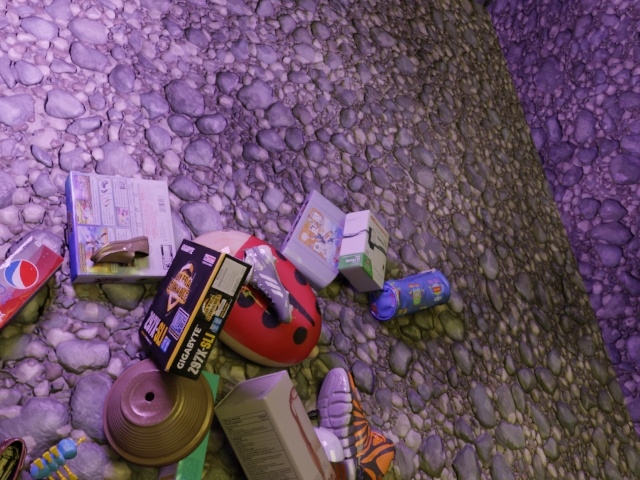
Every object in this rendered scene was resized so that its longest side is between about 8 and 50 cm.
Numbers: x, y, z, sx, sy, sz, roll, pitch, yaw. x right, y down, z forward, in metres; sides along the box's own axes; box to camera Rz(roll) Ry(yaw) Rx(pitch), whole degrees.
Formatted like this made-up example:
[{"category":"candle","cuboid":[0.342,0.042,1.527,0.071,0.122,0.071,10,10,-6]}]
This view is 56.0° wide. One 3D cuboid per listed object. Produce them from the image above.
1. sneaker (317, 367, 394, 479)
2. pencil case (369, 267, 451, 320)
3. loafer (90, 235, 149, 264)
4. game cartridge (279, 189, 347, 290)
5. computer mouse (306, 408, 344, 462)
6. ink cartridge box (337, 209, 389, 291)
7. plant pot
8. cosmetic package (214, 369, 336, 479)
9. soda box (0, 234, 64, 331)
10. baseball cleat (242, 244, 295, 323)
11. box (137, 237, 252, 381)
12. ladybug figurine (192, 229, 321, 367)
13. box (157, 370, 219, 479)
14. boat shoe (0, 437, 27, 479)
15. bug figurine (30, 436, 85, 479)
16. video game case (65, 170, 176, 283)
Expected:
[{"category":"sneaker","cuboid":[0.098,0.505,1.624,0.180,0.125,0.321,8,73,-40]},{"category":"pencil case","cuboid":[0.295,0.170,1.944,0.306,0.119,0.133,-9,102,-41]},{"category":"loafer","cuboid":[-0.455,0.028,1.387,0.148,0.056,0.050,-22,75,-43]},{"category":"game cartridge","cuboid":[0.000,0.000,1.854,0.198,0.062,0.297,35,49,-13]},{"category":"computer mouse","cuboid":[-0.002,0.485,1.514,0.106,0.193,0.042,5,106,-37]},{"category":"ink cartridge box","cuboid":[0.136,0.032,1.859,0.153,0.087,0.208,46,44,-44]},{"category":"plant pot","cuboid":[-0.350,0.346,1.272,0.237,0.109,0.237,0,58,0]},{"category":"cosmetic package","cuboid":[-0.101,0.470,1.391,0.296,0.153,0.129,67,26,-10]},{"category":"soda box","cuboid":[-0.657,0.116,1.246,0.092,0.083,0.263,41,48,-13]},{"category":"baseball cleat","cuboid":[-0.139,0.113,1.457,0.109,0.072,0.206,-12,69,-26]},{"category":"box","cuboid":[-0.284,0.135,1.314,0.079,0.322,0.257,26,84,-26]},{"category":"ladybug figurine","cuboid":[-0.155,0.143,1.576,0.449,0.162,0.305,43,47,-12]},{"category":"box","cuboid":[-0.295,0.424,1.355,0.060,0.100,0.244,25,54,-28]},{"category":"boat shoe","cuboid":[-0.609,0.463,1.105,0.073,0.073,0.207,30,53,-24]},{"category":"bug figurine","cuboid":[-0.497,0.508,1.122,0.216,0.072,0.279,-33,120,-32]},{"category":"video game case","cuboid":[-0.486,-0.028,1.475,0.244,0.061,0.269,4,65,-37]}]
